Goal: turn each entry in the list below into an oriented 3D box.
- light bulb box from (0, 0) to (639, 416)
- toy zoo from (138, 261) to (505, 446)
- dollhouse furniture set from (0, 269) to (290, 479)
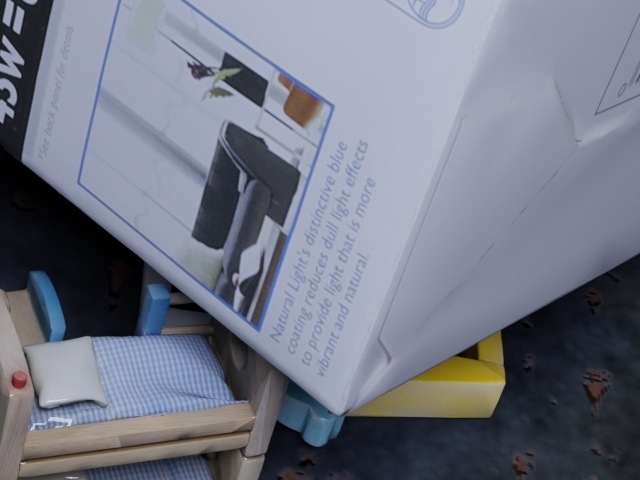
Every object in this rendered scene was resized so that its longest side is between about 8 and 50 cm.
[{"bbox_3d":[0.018,-0.153,0.928,0.361,0.225,0.358,37,37,25],"label":"light bulb box"},{"bbox_3d":[0.000,0.000,1.063,0.192,0.030,0.293,10,41,-10],"label":"toy zoo"},{"bbox_3d":[-0.114,0.038,0.904,0.129,0.129,0.183,-5,46,-25],"label":"dollhouse furniture set"}]
